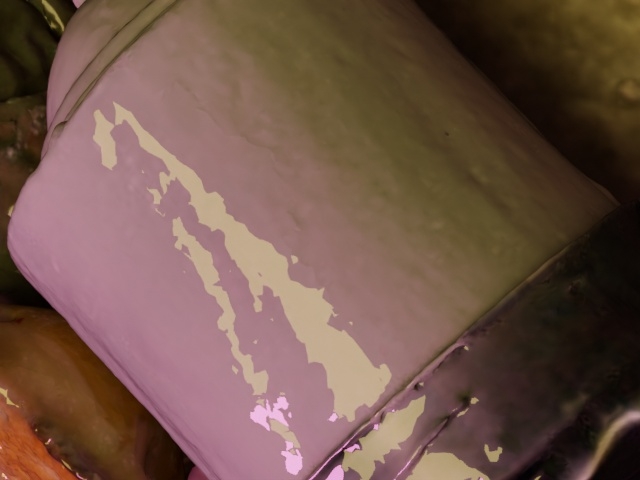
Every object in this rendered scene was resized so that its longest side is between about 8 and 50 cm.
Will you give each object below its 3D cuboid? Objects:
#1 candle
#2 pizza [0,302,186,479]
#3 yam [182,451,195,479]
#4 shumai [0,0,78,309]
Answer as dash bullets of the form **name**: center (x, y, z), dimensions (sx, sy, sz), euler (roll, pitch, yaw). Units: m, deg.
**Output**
- **candle**: center (0.000, 0.000, 0.834), dimensions (0.342, 0.221, 0.221), euler (47, 125, 11)
- **pizza**: center (-0.092, 0.099, 0.897), dimensions (0.204, 0.080, 0.188), euler (10, 139, 55)
- **yam**: center (-0.130, 0.174, 1.069), dimensions (0.061, 0.061, 0.253), euler (38, 122, 13)
- **shumai**: center (-0.208, -0.010, 0.959), dimensions (0.222, 0.203, 0.272), euler (-37, 91, 35)
